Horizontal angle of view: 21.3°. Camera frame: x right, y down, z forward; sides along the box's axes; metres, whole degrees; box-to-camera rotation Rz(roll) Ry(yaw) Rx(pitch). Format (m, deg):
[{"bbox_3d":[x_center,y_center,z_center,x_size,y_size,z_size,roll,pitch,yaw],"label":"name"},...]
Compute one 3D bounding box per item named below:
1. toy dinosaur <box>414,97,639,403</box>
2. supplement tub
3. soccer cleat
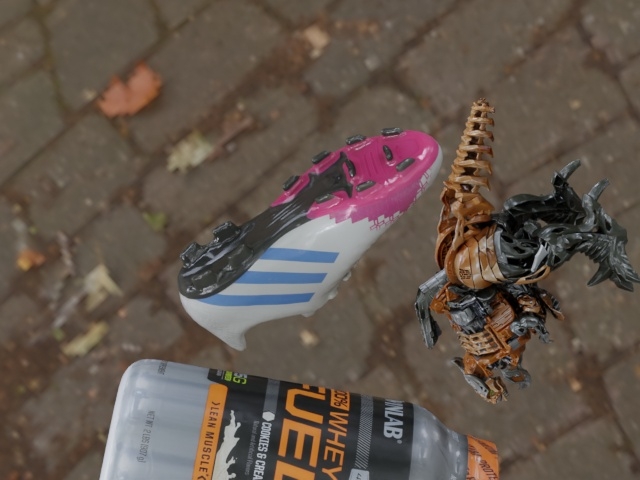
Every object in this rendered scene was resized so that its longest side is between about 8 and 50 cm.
[{"bbox_3d":[0.198,0.017,1.774,0.218,0.322,0.164,-16,47,-10],"label":"toy dinosaur"},{"bbox_3d":[-0.021,0.215,1.411,0.316,0.193,0.193,10,52,-2],"label":"supplement tub"},{"bbox_3d":[0.000,0.000,1.884,0.331,0.143,0.116,-30,37,4],"label":"soccer cleat"}]
